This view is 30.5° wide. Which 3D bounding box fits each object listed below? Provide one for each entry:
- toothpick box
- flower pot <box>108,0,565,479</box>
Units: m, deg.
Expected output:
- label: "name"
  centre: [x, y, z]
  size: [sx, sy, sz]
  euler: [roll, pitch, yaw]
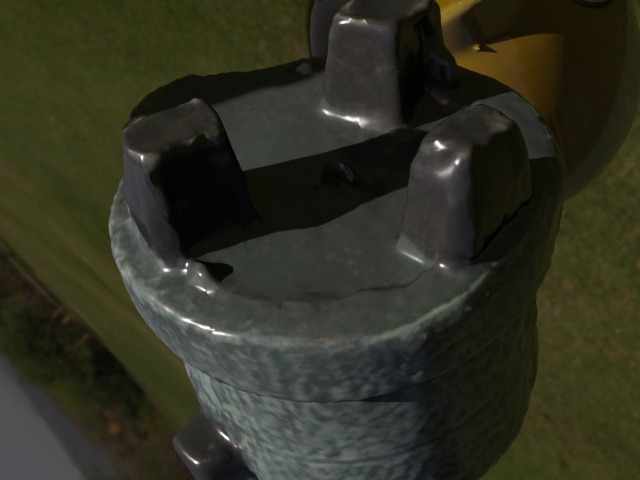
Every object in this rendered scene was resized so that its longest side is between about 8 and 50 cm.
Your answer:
- label: "toothpick box"
  centre: [0.190, -0.255, 1.459]
  size: [0.409, 0.409, 0.425]
  euler: [34, 171, 39]
- label: "flower pot"
  centre: [0.000, 0.000, 0.759]
  size: [0.299, 0.299, 0.282]
  euler: [36, 150, 35]
